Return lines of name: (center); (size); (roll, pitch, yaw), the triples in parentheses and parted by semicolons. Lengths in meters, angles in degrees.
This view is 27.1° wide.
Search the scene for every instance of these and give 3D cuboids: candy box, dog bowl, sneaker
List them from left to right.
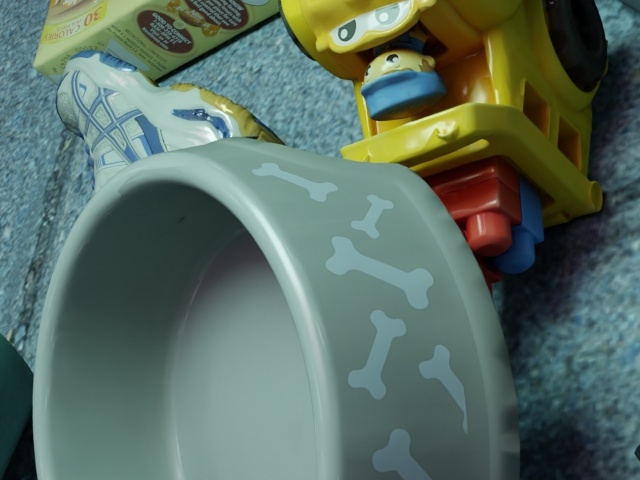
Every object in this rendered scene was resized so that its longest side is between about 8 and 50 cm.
sneaker: (-0.159, -0.071, 1.099); (0.296, 0.112, 0.131); (22, 78, 52)
candy box: (-0.117, -0.263, 1.224); (0.316, 0.087, 0.182); (-22, 47, 33)
dog bowl: (-0.050, 0.105, 0.742); (0.349, 0.102, 0.348); (-1, 88, 52)

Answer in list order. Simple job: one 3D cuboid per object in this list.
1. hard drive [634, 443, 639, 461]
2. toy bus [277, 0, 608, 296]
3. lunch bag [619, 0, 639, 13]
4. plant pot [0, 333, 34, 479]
hard drive: (0.219, 0.118, 0.628); (0.094, 0.022, 0.135); (-44, 39, 12)
toy bus: (0.072, -0.075, 0.783); (0.149, 0.220, 0.211); (-16, 57, 32)
lunch bag: (0.185, -0.219, 0.749); (0.115, 0.243, 0.303); (-53, 37, 1)
plant pot: (-0.396, 0.198, 0.986); (0.341, 0.341, 0.334); (-6, 49, 44)
